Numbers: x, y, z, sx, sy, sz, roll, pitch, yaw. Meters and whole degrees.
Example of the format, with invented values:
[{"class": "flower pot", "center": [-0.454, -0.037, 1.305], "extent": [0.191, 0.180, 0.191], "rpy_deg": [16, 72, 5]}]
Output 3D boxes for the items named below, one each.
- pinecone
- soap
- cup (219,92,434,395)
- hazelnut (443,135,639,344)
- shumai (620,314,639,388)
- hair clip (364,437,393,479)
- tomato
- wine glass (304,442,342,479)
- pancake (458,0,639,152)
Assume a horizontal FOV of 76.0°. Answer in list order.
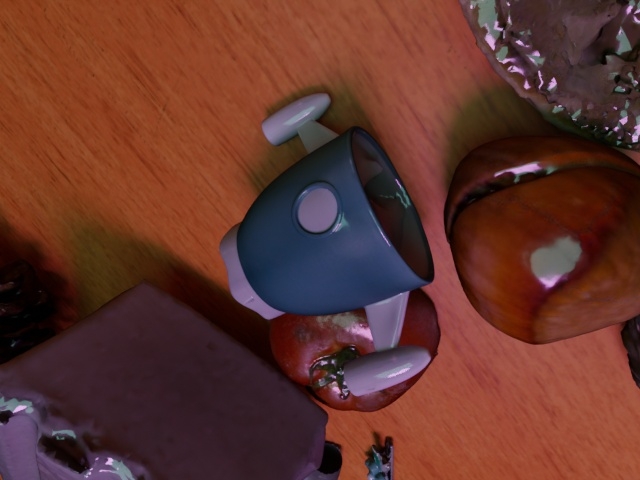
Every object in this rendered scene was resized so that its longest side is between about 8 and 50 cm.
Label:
[{"class": "pinecone", "center": [-0.538, 0.133, 0.597], "extent": [0.298, 0.242, 0.296], "rpy_deg": [27, 120, -20]}, {"class": "soap", "center": [-0.218, 0.317, 0.565], "extent": [0.350, 0.213, 0.435], "rpy_deg": [30, 129, 4]}, {"class": "cup", "center": [0.000, 0.000, 0.408], "extent": [0.173, 0.167, 0.299], "rpy_deg": [-26, 73, 24]}, {"class": "hazelnut", "center": [0.194, -0.009, 0.353], "extent": [0.182, 0.182, 0.182], "rpy_deg": [7, 116, 15]}, {"class": "shumai", "center": [0.452, 0.134, 0.225], "extent": [0.395, 0.348, 0.395], "rpy_deg": [7, 121, 11]}, {"class": "hair clip", "center": [0.096, 0.373, 0.629], "extent": [0.049, 0.049, 0.172], "rpy_deg": [-3, 114, 19]}, {"class": "tomato", "center": [0.037, 0.132, 0.509], "extent": [0.225, 0.085, 0.225], "rpy_deg": [5, 114, 12]}, {"class": "wine glass", "center": [-0.013, 0.413, 0.666], "extent": [0.066, 0.066, 0.198], "rpy_deg": [20, 119, 8]}, {"class": "pancake", "center": [0.274, -0.238, 0.258], "extent": [0.387, 0.082, 0.386], "rpy_deg": [5, 119, 8]}]
